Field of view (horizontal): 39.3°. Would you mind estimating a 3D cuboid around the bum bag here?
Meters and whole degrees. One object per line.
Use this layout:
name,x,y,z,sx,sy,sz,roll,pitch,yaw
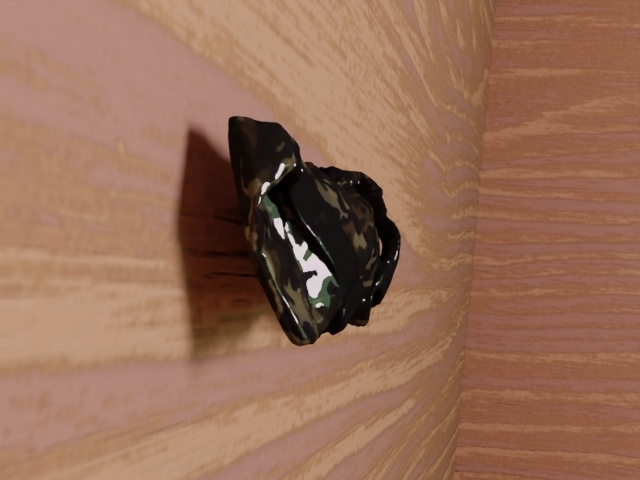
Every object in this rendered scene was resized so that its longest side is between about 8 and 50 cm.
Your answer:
bum bag,0.000,0.001,0.495,0.248,0.069,0.102,9,87,-74
